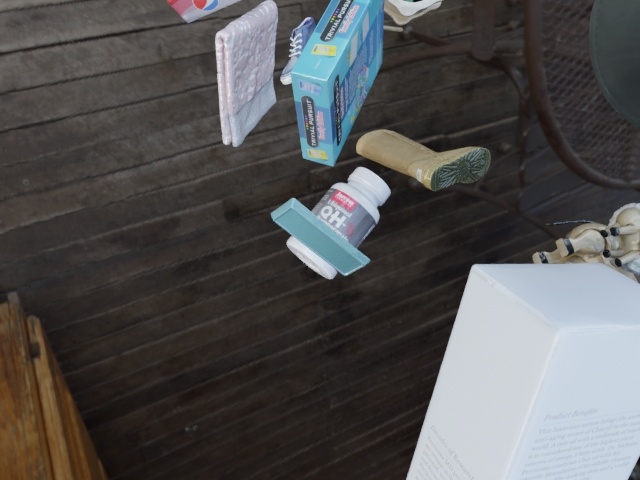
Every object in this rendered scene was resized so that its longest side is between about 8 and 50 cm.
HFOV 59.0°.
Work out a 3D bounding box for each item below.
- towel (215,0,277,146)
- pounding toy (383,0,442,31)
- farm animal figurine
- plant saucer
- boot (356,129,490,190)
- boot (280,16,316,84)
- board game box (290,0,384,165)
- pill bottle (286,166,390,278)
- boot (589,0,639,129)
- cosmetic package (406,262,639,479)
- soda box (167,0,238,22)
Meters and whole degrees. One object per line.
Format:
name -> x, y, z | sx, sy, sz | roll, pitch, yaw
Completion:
towel -> -0.193, -0.465, 1.565 | 0.054, 0.331, 0.316 | 12, 128, 11
pounding toy -> 0.251, -0.752, 1.758 | 0.270, 0.155, 0.154 | -28, 93, -7
farm animal figurine -> 0.487, 0.114, 0.973 | 0.172, 0.330, 0.326 | -10, 86, -20
plant saucer -> 0.000, 0.000, 1.012 | 0.192, 0.018, 0.067 | 38, 135, -22
boot -> 0.265, -0.228, 1.461 | 0.236, 0.270, 0.089 | -15, 124, -32
boot -> -0.059, -0.485, 1.443 | 0.190, 0.069, 0.086 | -58, 132, -30
board game box -> 0.046, -0.370, 1.204 | 0.253, 0.079, 0.335 | 83, 28, -59
pill bottle -> 0.062, -0.057, 1.674 | 0.318, 0.176, 0.176 | -51, 131, -10
boot -> 0.381, -0.168, 0.531 | 0.229, 0.091, 0.262 | -40, 100, -26
cosmetic package -> 0.270, 0.263, 0.743 | 0.230, 0.161, 0.452 | 1, 114, -24
soda box -> -0.253, -0.650, 1.424 | 0.264, 0.083, 0.092 | -14, 157, 21
